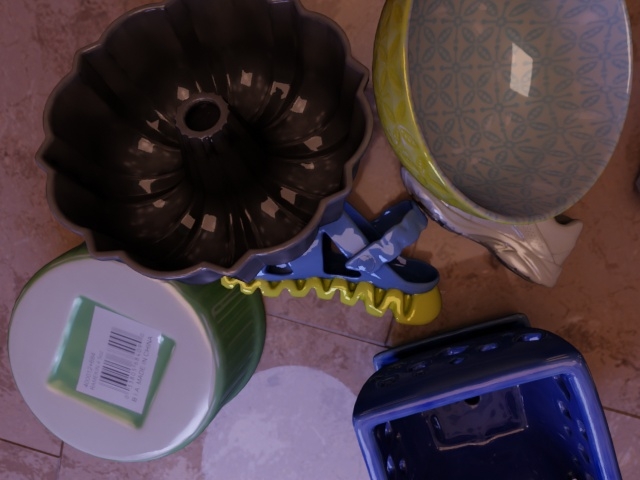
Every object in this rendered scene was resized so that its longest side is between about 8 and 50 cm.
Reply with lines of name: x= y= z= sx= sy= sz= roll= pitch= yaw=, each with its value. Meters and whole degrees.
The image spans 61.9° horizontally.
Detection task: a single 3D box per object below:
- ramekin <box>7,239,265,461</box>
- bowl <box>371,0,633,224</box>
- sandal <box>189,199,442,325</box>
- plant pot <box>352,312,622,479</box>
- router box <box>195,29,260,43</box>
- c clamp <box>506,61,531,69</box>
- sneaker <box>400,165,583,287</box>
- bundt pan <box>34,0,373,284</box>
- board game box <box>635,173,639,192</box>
ramekin: x=-0.234 y=0.127 z=0.686 sx=0.304 sy=0.148 sz=0.303 roll=2 pitch=102 yaw=7
bowl: x=0.156 y=-0.166 z=0.543 sx=0.290 sy=0.156 sz=0.289 roll=-4 pitch=98 yaw=-26
sandal: x=0.000 y=0.000 z=0.640 sx=0.318 sy=0.126 sz=0.138 roll=9 pitch=112 yaw=-4
plant pot: x=0.184 y=0.223 z=0.619 sx=0.236 sy=0.212 sz=0.235 roll=-19 pitch=98 yaw=11
router box: x=-0.103 y=-0.325 z=0.625 sx=0.133 sy=0.046 sz=0.178 roll=-2 pitch=102 yaw=7
c clamp: x=0.183 y=-0.284 z=0.612 sx=0.137 sy=0.022 sz=0.160 roll=8 pitch=104 yaw=11
sneaker: x=0.205 y=-0.046 z=0.633 sx=0.232 sy=0.090 sz=0.115 roll=31 pitch=98 yaw=-9
bundt pan: x=-0.108 y=-0.100 z=0.564 sx=0.331 sy=0.124 sz=0.330 roll=-2 pitch=70 yaw=5
board game box: x=0.528 y=-0.149 z=0.493 sx=0.319 sy=0.065 sz=0.317 roll=6 pitch=131 yaw=6
